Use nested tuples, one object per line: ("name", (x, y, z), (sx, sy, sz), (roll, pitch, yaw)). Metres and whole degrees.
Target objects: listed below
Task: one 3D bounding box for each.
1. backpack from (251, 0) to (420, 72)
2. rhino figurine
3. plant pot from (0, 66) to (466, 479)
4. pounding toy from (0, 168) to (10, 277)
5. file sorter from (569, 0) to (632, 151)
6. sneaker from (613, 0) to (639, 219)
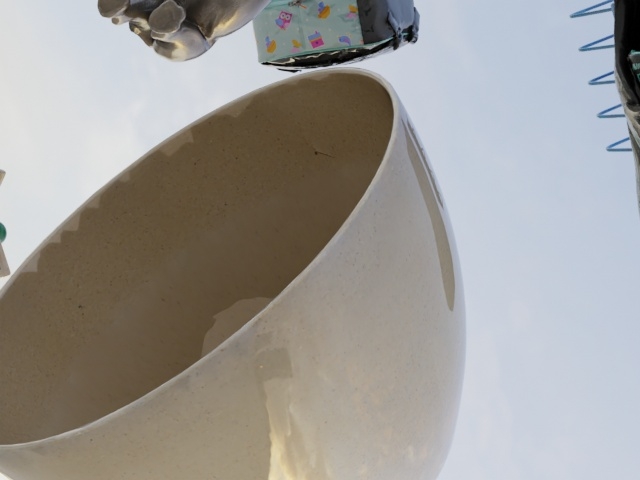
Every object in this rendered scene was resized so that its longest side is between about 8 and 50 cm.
("backpack", (0.006, -0.278, 1.479), (0.188, 0.166, 0.144), (-14, -80, 24))
("rhino figurine", (-0.050, -0.221, 0.949), (0.073, 0.243, 0.106), (58, 5, 11))
("plant pot", (-0.031, 0.067, 0.673), (0.191, 0.284, 0.284), (54, -21, -26))
("pounding toy", (-0.443, -0.007, 1.511), (0.100, 0.141, 0.130), (-170, -117, -73))
("file sorter", (0.360, -0.191, 1.346), (0.104, 0.118, 0.170), (8, -62, 64))
("sneaker", (0.243, -0.075, 0.842), (0.101, 0.106, 0.267), (-16, -107, 36))
